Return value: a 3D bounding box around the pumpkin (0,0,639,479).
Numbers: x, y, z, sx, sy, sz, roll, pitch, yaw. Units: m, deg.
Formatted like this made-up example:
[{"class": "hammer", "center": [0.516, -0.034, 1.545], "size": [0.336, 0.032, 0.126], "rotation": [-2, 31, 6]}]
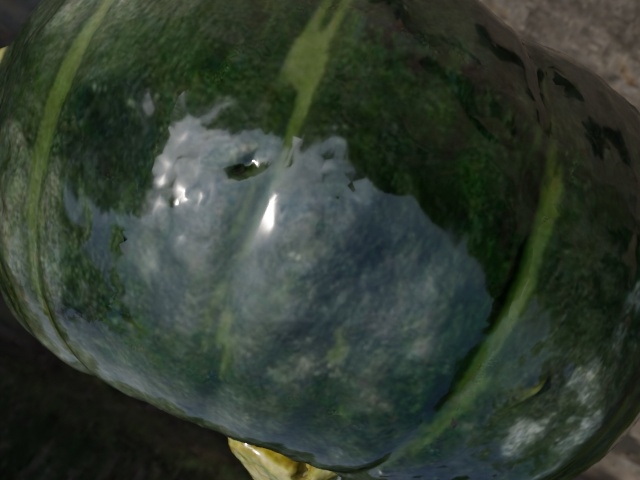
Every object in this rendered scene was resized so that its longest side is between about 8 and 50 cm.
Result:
[{"class": "pumpkin", "center": [0.000, 0.000, 0.521], "size": [0.300, 0.207, 0.300], "rotation": [20, 179, 0]}]
